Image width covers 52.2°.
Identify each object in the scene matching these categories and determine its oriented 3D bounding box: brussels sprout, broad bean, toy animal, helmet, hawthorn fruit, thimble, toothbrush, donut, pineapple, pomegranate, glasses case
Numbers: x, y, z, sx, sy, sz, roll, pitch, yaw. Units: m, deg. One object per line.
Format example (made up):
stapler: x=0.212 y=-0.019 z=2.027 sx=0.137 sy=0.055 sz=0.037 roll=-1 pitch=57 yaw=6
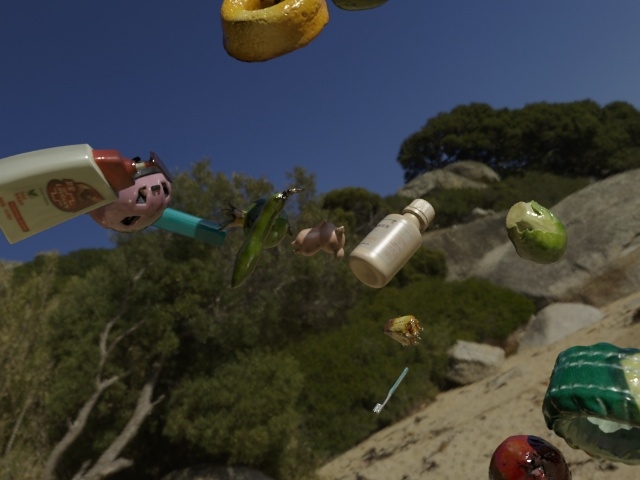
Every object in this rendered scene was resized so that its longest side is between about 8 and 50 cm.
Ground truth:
brussels sprout: x=0.575 y=-0.017 z=1.731 sx=0.181 sy=0.161 sz=0.144 roll=30 pitch=-44 yaw=-33
broad bean: x=-0.156 y=-0.014 z=1.673 sx=0.067 sy=0.075 sz=0.325 roll=16 pitch=-73 yaw=-47
toy animal: x=-0.001 y=0.004 z=1.676 sx=0.150 sy=0.089 sz=0.083 roll=-11 pitch=-41 yaw=16
helmet: x=-0.466 y=-0.093 z=1.619 sx=0.198 sy=0.154 sz=0.253 roll=-23 pitch=-18 yaw=-48
hawthorn fruit: x=0.446 y=0.490 z=1.365 sx=0.181 sy=0.181 sz=0.235 roll=-27 pitch=-38 yaw=-16
thimble: x=0.599 y=0.328 z=1.298 sx=0.288 sy=0.254 sz=0.167 roll=-7 pitch=45 yaw=44
toothbrush: x=0.152 y=0.318 z=1.396 sx=0.167 sy=0.014 sz=0.011 roll=-39 pitch=-31 yaw=-52
donut: x=-0.131 y=-0.599 z=1.714 sx=0.303 sy=0.303 sz=0.110 roll=-30 pitch=-42 yaw=-7
pineapple: x=0.245 y=0.277 z=1.965 sx=0.137 sy=0.116 sz=0.069 roll=84 pitch=-152 yaw=-53
pomegranate: x=-0.198 y=-0.049 z=1.969 sx=0.220 sy=0.156 sz=0.156 roll=-2 pitch=-16 yaw=3
glasses case: x=-0.446 y=-0.064 z=2.029 sx=0.301 sy=0.117 sz=0.070 roll=17 pitch=-82 yaw=-29

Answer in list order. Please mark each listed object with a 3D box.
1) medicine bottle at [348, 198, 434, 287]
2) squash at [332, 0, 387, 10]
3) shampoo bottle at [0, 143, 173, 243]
medicine bottle: x=0.183 y=-0.002 z=1.585 sx=0.252 sy=0.114 sz=0.114 roll=-44 pitch=-9 yaw=-27
squash: x=0.092 y=-0.525 z=1.388 sx=0.258 sy=0.069 sz=0.069 roll=-35 pitch=-8 yaw=-48
shampoo bottle: x=-0.388 y=-0.091 z=1.061 sx=0.284 sy=0.071 sz=0.153 roll=-15 pitch=-38 yaw=-11
